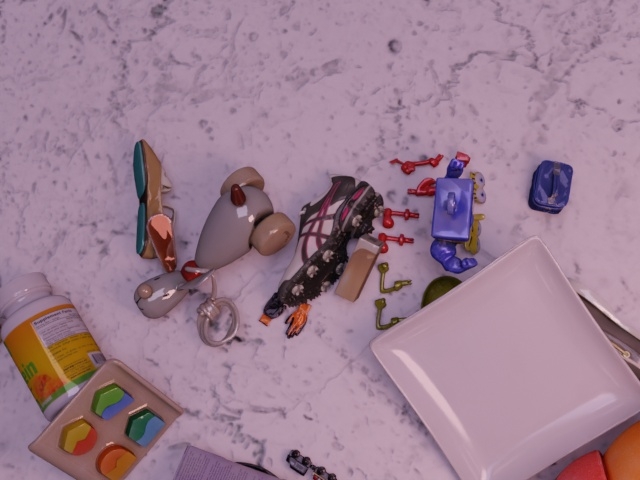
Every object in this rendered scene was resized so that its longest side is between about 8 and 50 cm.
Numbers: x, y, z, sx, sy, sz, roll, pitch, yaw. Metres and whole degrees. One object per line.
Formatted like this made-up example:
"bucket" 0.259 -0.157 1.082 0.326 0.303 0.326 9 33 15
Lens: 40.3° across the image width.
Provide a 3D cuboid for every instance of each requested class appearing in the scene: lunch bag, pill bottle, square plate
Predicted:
"lunch bag" 0.425 -0.096 1.611 0.067 0.065 0.098 10 76 5
"pill bottle" -0.478 0.184 1.544 0.136 0.136 0.246 -33 77 -6
"square plate" 0.318 0.222 1.485 0.344 0.049 0.347 -35 91 9

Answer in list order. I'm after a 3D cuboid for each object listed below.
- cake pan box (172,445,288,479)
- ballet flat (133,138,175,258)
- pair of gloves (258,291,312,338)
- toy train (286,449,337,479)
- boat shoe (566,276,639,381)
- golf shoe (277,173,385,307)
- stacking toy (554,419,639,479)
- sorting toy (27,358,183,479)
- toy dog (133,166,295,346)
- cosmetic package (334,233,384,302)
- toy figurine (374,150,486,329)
"cake pan box" -0.155 0.499 1.454 0.245 0.070 0.267 17 61 6
"ballet flat" -0.313 -0.077 1.646 0.073 0.080 0.232 2 77 -26
"pair of gloves" -0.064 0.136 1.603 0.083 0.010 0.074 28 80 12
"toy train" 0.008 0.419 1.520 0.158 0.027 0.036 31 83 10
"boat shoe" 0.519 0.194 1.516 0.305 0.109 0.091 41 82 17
"golf shoe" 0.000 0.000 1.604 0.120 0.105 0.273 32 78 32
"stacking toy" 0.409 0.478 1.382 0.480 0.350 0.351 -19 75 14
"sorting toy" -0.360 0.326 1.490 0.208 0.193 0.038 -47 38 -7
"toy dog" -0.200 0.006 1.543 0.220 0.161 0.334 27 81 24
"cosmetic package" 0.070 0.049 1.573 0.041 0.060 0.115 26 105 9
"toy figurine" 0.197 -0.015 1.523 0.191 0.217 0.362 8 76 5
